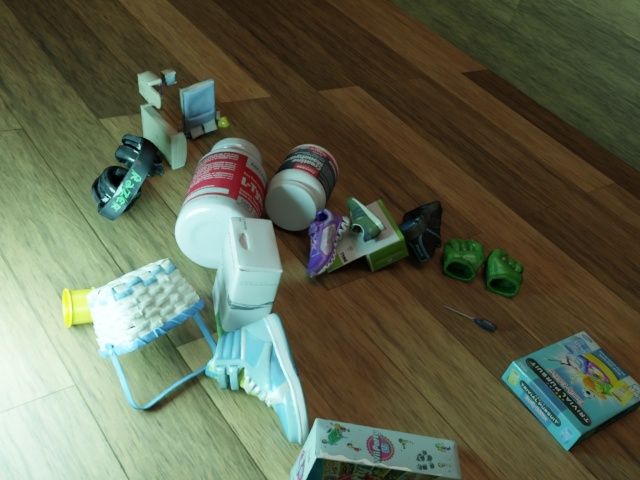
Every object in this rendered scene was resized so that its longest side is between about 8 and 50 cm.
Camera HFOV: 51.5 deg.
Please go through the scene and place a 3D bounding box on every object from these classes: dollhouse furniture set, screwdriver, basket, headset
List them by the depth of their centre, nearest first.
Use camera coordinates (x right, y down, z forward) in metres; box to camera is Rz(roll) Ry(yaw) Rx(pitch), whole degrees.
[{"bbox_3d":[-0.378,0.206,1.528,0.254,0.201,0.289,-29,94,-46],"label":"basket"},{"bbox_3d":[-0.538,-0.188,1.944,0.185,0.243,0.394,32,13,-25],"label":"headset"},{"bbox_3d":[0.453,0.230,2.009,0.169,0.024,0.025,28,68,13],"label":"screwdriver"},{"bbox_3d":[-0.417,-0.431,2.218,0.303,0.287,0.198,-28,57,-30],"label":"dollhouse furniture set"}]

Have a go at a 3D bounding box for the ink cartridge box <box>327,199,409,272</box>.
[{"bbox_3d":[0.119,0.009,2.086,0.255,0.097,0.189,-25,48,-1],"label":"ink cartridge box"}]

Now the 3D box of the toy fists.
[{"bbox_3d":[0.533,0.075,2.172,0.279,0.096,0.142,19,37,1],"label":"toy fists"}]

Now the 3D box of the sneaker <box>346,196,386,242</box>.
[{"bbox_3d":[0.115,-0.062,2.037,0.086,0.064,0.192,-42,44,-3],"label":"sneaker"}]

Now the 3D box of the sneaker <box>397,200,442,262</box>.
[{"bbox_3d":[0.346,-0.034,2.230,0.140,0.125,0.341,62,29,-8],"label":"sneaker"}]

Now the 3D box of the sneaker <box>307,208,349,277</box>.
[{"bbox_3d":[0.000,0.000,1.977,0.104,0.095,0.237,40,54,-25],"label":"sneaker"}]

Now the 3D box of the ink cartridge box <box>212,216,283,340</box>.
[{"bbox_3d":[-0.190,0.105,1.674,0.114,0.273,0.198,4,41,-19],"label":"ink cartridge box"}]

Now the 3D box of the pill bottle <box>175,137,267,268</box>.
[{"bbox_3d":[-0.277,-0.126,1.954,0.228,0.229,0.408,13,38,-8],"label":"pill bottle"}]

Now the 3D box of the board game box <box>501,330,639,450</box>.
[{"bbox_3d":[0.716,0.408,1.858,0.335,0.079,0.254,-12,48,-35],"label":"board game box"}]

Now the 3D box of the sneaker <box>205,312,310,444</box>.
[{"bbox_3d":[-0.151,0.343,1.548,0.208,0.127,0.319,-15,60,-10],"label":"sneaker"}]

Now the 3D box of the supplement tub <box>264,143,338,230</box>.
[{"bbox_3d":[-0.059,-0.173,2.138,0.191,0.191,0.272,21,37,2],"label":"supplement tub"}]

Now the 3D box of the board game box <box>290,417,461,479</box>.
[{"bbox_3d":[0.106,0.488,1.380,0.303,0.224,0.098,12,41,-10],"label":"board game box"}]

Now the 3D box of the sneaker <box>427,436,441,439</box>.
[{"bbox_3d":[0.292,0.532,1.540,0.067,0.064,0.175,11,40,-28],"label":"sneaker"}]

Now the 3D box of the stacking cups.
[{"bbox_3d":[-0.472,0.150,1.656,0.316,0.096,0.096,-5,44,-33],"label":"stacking cups"}]
